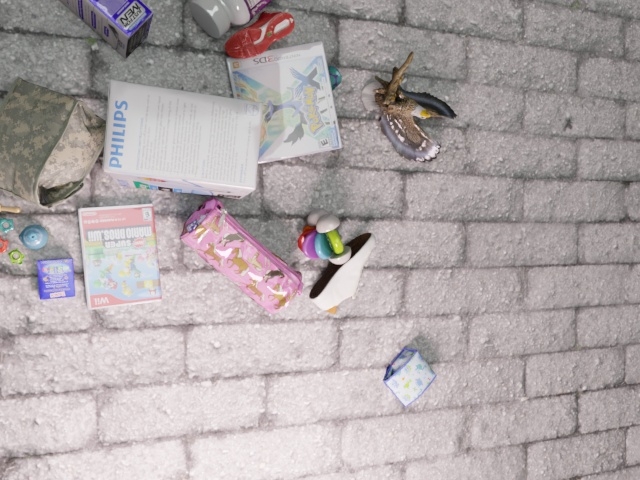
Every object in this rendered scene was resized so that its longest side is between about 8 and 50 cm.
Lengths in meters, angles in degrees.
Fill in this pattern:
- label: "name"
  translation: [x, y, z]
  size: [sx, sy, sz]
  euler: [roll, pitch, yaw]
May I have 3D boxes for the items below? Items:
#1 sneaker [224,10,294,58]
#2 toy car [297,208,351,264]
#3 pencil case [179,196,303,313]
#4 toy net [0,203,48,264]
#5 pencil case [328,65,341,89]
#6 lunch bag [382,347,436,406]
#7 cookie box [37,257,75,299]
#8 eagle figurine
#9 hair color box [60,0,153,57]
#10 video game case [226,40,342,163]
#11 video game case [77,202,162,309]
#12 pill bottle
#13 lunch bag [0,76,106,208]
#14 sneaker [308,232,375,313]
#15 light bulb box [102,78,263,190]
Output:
- label: "sneaker"
  translation: [-0.190, -0.623, 1.742]
  size: [0.221, 0.128, 0.087]
  euler: [-24, 123, -5]
- label: "toy car"
  translation: [0.000, 0.000, 1.774]
  size: [0.136, 0.182, 0.159]
  euler: [-28, 115, -13]
- label: "pencil case"
  translation: [-0.226, 0.050, 1.694]
  size: [0.386, 0.167, 0.160]
  euler: [43, 79, -18]
- label: "toy net"
  translation: [-0.845, -0.050, 1.533]
  size: [0.122, 0.045, 0.232]
  euler: [-45, 103, -12]
- label: "pencil case"
  translation: [-0.006, -0.485, 1.825]
  size: [0.151, 0.064, 0.070]
  euler: [-41, 65, -15]
- label: "lunch bag"
  translation: [0.290, 0.457, 1.927]
  size: [0.129, 0.096, 0.151]
  euler: [50, 65, -14]
- label: "cookie box"
  translation: [-0.722, 0.104, 1.578]
  size: [0.091, 0.040, 0.107]
  euler: [-3, 91, -21]
- label: "eagle figurine"
  translation: [0.297, -0.421, 1.899]
  size: [0.226, 0.225, 0.298]
  euler: [-30, 141, 22]
- label: "hair color box"
  translation: [-0.616, -0.663, 1.534]
  size: [0.339, 0.185, 0.110]
  euler: [43, 75, -16]
- label: "video game case"
  translation: [-0.109, -0.416, 1.758]
  size: [0.300, 0.036, 0.329]
  euler: [-11, 95, -2]
- label: "video game case"
  translation: [-0.568, 0.043, 1.644]
  size: [0.204, 0.025, 0.285]
  euler: [-6, 93, -20]
- label: "pill bottle"
  translation: [-0.234, -0.734, 1.684]
  size: [0.169, 0.169, 0.301]
  euler: [46, 76, -15]
- label: "lunch bag"
  translation: [-0.710, -0.231, 1.471]
  size: [0.235, 0.169, 0.287]
  euler: [22, 81, 21]
- label: "sneaker"
  translation: [0.093, 0.108, 1.858]
  size: [0.123, 0.106, 0.290]
  euler: [43, 84, -25]
- label: "light bulb box"
  translation: [-0.361, -0.248, 1.528]
  size: [0.361, 0.358, 0.225]
  euler: [5, 88, -13]
